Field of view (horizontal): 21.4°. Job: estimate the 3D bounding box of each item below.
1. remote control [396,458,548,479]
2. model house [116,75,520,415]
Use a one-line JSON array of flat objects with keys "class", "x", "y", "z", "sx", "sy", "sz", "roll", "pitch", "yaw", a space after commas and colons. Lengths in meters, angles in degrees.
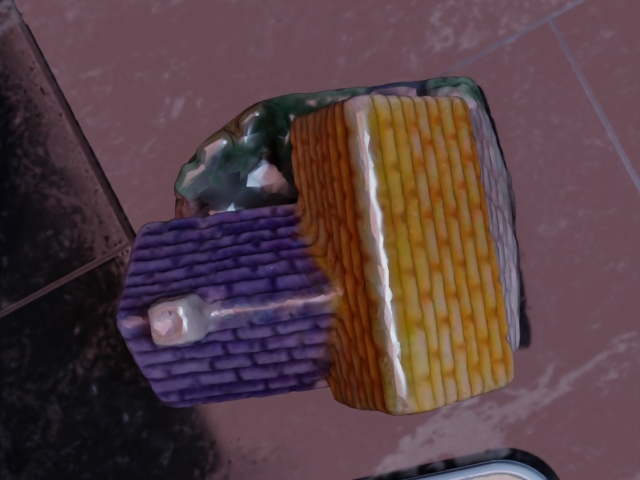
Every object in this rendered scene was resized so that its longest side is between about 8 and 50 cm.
[{"class": "remote control", "x": 0.048, "y": 0.210, "z": 1.166, "sx": 0.244, "sy": 0.047, "sz": 0.087, "roll": -13, "pitch": 86, "yaw": 10}, {"class": "model house", "x": 0.000, "y": 0.000, "z": 1.073, "sx": 0.237, "sy": 0.237, "sz": 0.202, "roll": -4, "pitch": 92, "yaw": 10}]
